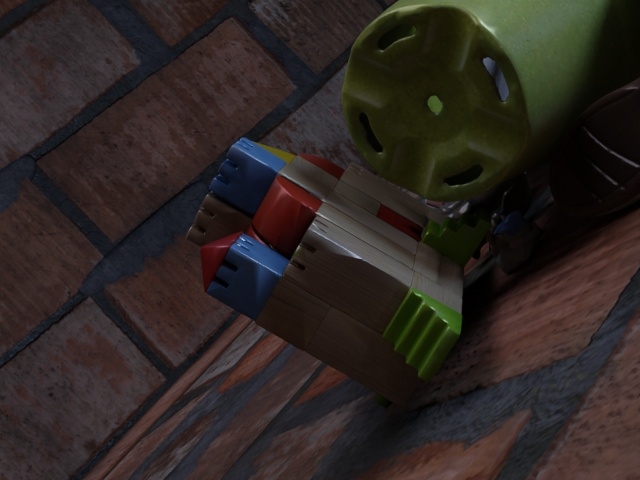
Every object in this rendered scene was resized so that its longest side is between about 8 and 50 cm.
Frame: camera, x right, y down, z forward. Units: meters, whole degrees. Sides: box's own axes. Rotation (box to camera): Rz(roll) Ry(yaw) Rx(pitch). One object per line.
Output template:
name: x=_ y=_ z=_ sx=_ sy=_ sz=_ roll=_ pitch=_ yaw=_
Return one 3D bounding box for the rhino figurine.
rhino figurine: x=0.198 y=-0.052 z=1.266 sx=0.106 sy=0.073 sz=0.243 roll=-46 pitch=3 yaw=12

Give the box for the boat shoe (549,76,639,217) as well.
boat shoe: x=0.301 y=-0.102 z=0.903 sx=0.095 sy=0.095 sz=0.257 roll=-4 pitch=-29 yaw=-34

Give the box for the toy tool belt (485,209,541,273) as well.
toy tool belt: x=0.189 y=-0.009 z=1.064 sx=0.052 sy=0.051 sz=0.083 roll=-39 pitch=6 yaw=37

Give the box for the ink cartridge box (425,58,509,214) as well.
ink cartridge box: x=0.186 y=-0.163 z=1.389 sx=0.261 sy=0.066 sz=0.296 roll=-45 pitch=-32 yaw=-50

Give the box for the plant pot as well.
plant pot: x=0.156 y=-0.163 z=1.026 sx=0.276 sy=0.276 sz=0.254 roll=-39 pitch=-2 yaw=39

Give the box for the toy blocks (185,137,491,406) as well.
toy blocks: x=0.000 y=0.000 z=1.012 sx=0.191 sy=0.261 sz=0.381 roll=-60 pitch=0 yaw=17
